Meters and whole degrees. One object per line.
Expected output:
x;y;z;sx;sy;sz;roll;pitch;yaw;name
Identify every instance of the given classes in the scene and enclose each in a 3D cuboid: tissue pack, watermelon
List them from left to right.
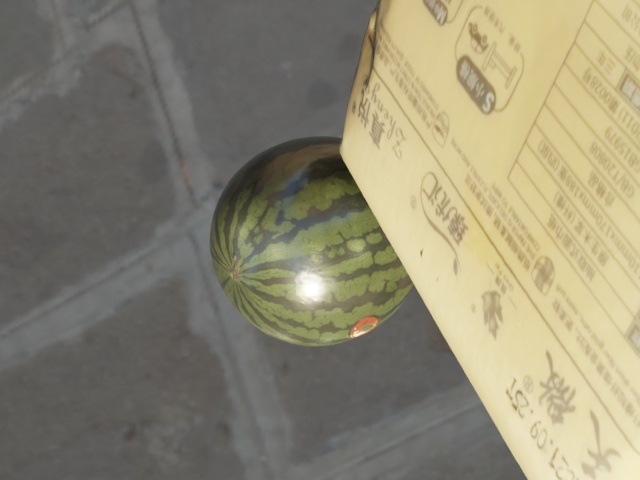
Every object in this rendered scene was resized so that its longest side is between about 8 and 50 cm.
0.000;0.000;1.299;0.212;0.212;0.212;-5;81;31;watermelon
0.096;-0.030;0.397;0.222;0.090;0.186;60;142;44;tissue pack
